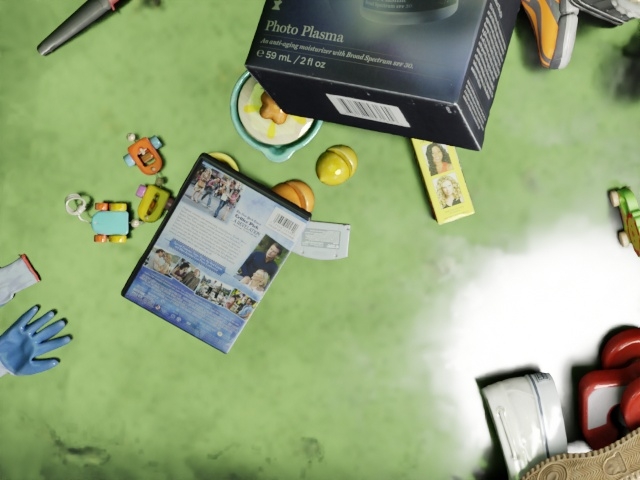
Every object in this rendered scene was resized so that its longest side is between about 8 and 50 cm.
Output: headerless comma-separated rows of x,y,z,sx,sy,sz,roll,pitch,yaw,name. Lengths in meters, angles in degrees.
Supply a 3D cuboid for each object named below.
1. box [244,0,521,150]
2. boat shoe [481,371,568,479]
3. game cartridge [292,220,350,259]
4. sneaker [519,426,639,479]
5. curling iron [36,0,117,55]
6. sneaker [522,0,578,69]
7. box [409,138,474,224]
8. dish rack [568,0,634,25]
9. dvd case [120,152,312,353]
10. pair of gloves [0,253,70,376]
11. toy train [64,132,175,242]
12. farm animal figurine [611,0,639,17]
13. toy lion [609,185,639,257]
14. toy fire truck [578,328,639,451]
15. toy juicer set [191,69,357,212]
0.095,-0.306,1.741,0.296,0.183,0.294,12,77,20,box
0.285,0.381,1.914,0.156,0.136,0.367,-9,92,0,boat shoe
0.000,0.000,1.939,0.083,0.017,0.056,6,91,-1,game cartridge
0.411,0.345,1.815,0.282,0.099,0.153,-27,132,20,sneaker
-0.294,-0.350,1.890,0.274,0.068,0.035,-39,95,7,curling iron
0.270,-0.397,1.872,0.180,0.124,0.321,-3,87,6,sneaker
0.158,-0.143,1.896,0.058,0.087,0.232,-18,96,3,box
0.404,-0.447,1.828,0.074,0.208,0.271,-5,86,33,dish rack
-0.151,0.021,1.896,0.180,0.022,0.253,30,110,-7,dvd case
-0.467,0.114,1.938,0.159,0.023,0.198,-27,95,1,pair of gloves
-0.280,-0.071,1.917,0.166,0.046,0.125,-38,93,-1,toy train
0.573,-0.284,1.760,0.327,0.172,0.330,-35,80,-25,farm animal figurine
0.449,-0.025,1.902,0.034,0.096,0.100,-14,94,0,toy lion
0.526,0.267,1.906,0.302,0.169,0.254,-6,113,1,toy fire truck
-0.028,-0.175,1.888,0.209,0.089,0.329,27,93,-3,toy juicer set
